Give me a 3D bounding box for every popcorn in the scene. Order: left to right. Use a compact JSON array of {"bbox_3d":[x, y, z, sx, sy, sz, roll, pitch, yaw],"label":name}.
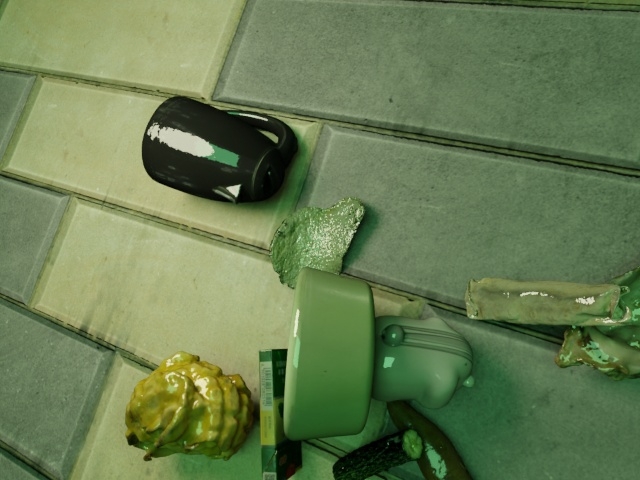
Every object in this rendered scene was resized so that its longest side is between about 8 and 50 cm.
[{"bbox_3d":[-0.254,0.334,0.862,0.250,0.250,0.190,-13,36,16],"label":"popcorn"}]

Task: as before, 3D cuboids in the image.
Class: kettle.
[{"bbox_3d":[-0.200,-0.206,0.991,0.290,0.207,0.268,20,57,16],"label":"kettle"}]

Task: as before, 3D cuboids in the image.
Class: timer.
[{"bbox_3d":[0.105,0.203,0.767,0.315,0.291,0.290,5,79,-1],"label":"timer"}]

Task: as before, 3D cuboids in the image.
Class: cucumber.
[{"bbox_3d":[0.099,0.386,0.783,0.187,0.058,0.058,-42,66,32],"label":"cucumber"}]

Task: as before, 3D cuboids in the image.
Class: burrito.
[{"bbox_3d":[0.362,0.098,0.724,0.275,0.059,0.082,-10,71,56],"label":"burrito"}]

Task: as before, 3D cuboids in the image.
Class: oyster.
[{"bbox_3d":[0.558,0.129,0.695,0.361,0.096,0.221,-40,73,7],"label":"oyster"}]

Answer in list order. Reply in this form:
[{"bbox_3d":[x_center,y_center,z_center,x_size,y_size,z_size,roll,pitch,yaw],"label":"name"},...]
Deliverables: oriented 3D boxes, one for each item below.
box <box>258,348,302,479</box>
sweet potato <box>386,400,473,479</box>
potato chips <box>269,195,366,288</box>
[{"bbox_3d":[-0.076,0.329,0.845,0.034,0.132,0.235,-7,75,16],"label":"box"},{"bbox_3d":[0.192,0.371,0.774,0.077,0.077,0.243,-40,70,7],"label":"sweet potato"},{"bbox_3d":[-0.001,-0.003,0.937,0.228,0.059,0.167,-20,78,8],"label":"potato chips"}]
